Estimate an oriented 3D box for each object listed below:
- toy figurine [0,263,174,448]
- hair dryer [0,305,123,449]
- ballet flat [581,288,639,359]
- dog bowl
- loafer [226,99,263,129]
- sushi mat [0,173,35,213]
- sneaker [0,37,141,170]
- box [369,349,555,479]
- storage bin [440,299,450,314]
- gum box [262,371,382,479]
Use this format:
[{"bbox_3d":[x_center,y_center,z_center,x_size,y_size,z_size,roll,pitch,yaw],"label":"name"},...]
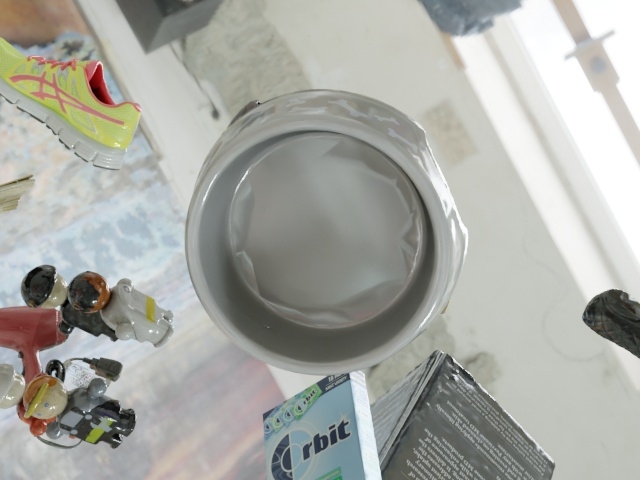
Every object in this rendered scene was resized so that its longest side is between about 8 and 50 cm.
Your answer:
[{"bbox_3d":[-0.300,0.136,1.111,0.209,0.148,0.213,-3,-120,55],"label":"toy figurine"},{"bbox_3d":[-0.488,0.201,1.569,0.080,0.293,0.223,-54,-175,32],"label":"hair dryer"},{"bbox_3d":[0.347,0.114,0.940,0.057,0.173,0.049,-41,168,-38],"label":"ballet flat"},{"bbox_3d":[0.000,0.000,1.082,0.348,0.349,0.102,-28,-172,15],"label":"dog bowl"},{"bbox_3d":[0.009,-0.071,1.189,0.095,0.302,0.109,-57,-173,23],"label":"loafer"},{"bbox_3d":[-0.521,-0.016,1.154,0.316,0.019,0.151,-21,177,-29],"label":"sushi mat"},{"bbox_3d":[-0.284,-0.172,1.023,0.094,0.208,0.081,-54,177,13],"label":"sneaker"},{"bbox_3d":[0.077,0.509,1.498,0.480,0.297,0.472,-45,179,35],"label":"box"},{"bbox_3d":[0.126,0.056,1.884,0.260,0.123,0.262,0,158,19],"label":"storage bin"},{"bbox_3d":[-0.001,0.276,1.196,0.157,0.041,0.184,-35,-139,24],"label":"gum box"}]
